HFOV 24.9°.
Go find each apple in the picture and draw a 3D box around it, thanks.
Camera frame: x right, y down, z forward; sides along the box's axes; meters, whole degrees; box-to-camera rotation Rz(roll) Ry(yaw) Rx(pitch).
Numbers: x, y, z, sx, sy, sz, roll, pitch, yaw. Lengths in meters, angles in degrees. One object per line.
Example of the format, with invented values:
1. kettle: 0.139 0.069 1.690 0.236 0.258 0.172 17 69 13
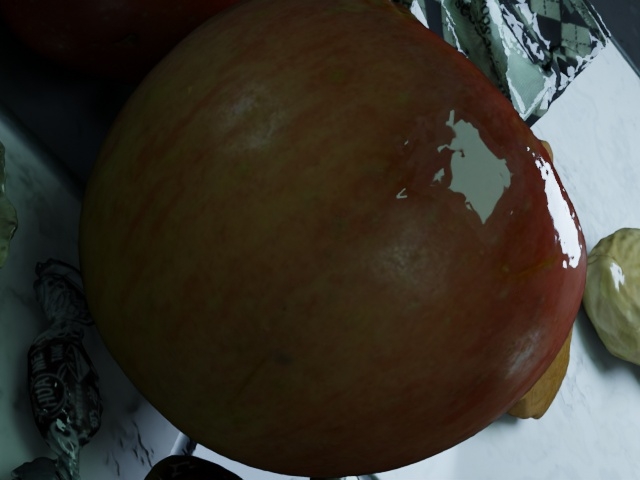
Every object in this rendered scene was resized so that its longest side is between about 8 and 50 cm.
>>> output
1. apple: 0.000 0.000 1.059 0.364 0.364 0.364 30 48 -38
2. apple: -0.148 -0.245 1.167 0.260 0.216 0.260 30 48 -40

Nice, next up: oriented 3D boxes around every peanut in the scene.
1. peanut: 0.407 0.077 1.760 0.233 0.110 0.196 22 52 -45

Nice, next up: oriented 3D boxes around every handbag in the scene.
1. handbag: 0.102 -0.151 1.432 0.317 0.180 0.416 49 52 -25

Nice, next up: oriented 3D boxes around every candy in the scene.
1. candy: -0.184 0.120 1.041 0.094 0.051 0.226 48 34 -55

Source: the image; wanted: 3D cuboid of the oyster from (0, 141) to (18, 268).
1. oyster: -0.329 -0.117 0.954 0.341 0.110 0.166 40 47 -33

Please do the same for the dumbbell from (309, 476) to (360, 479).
1. dumbbell: -0.020 0.208 1.129 0.046 0.118 0.052 30 49 -31

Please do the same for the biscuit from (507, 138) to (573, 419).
1. biscuit: 0.201 0.057 1.430 0.202 0.047 0.334 -57 146 -30

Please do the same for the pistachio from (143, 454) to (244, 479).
1. pistachio: -0.088 0.249 1.013 0.165 0.130 0.210 12 55 -29
